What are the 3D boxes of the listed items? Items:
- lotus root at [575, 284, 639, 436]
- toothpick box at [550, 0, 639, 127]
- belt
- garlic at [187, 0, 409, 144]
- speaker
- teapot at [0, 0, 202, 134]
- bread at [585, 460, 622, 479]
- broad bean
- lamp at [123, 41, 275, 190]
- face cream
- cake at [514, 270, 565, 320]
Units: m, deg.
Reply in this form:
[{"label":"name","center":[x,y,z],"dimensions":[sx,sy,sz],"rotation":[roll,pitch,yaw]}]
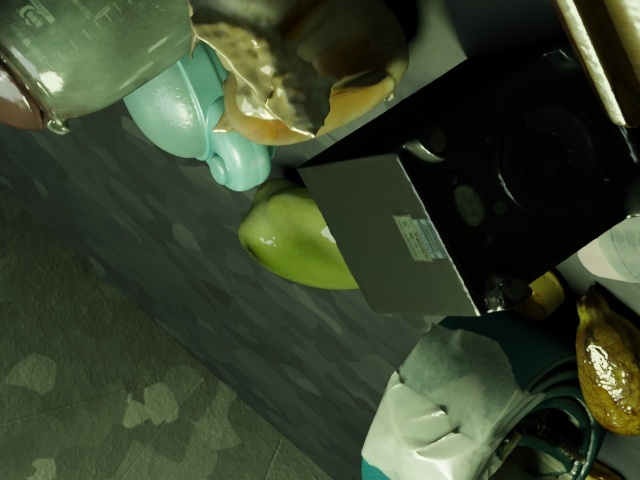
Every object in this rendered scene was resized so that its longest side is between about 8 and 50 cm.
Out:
[{"label":"lotus root","center":[0.336,0.141,1.893],"dimensions":[0.108,0.094,0.190],"rotation":[-15,122,29]},{"label":"toothpick box","center":[0.320,-0.169,1.034],"dimensions":[0.308,0.190,0.187],"rotation":[19,150,45]},{"label":"belt","center":[0.207,0.244,2.033],"dimensions":[0.173,0.300,0.436],"rotation":[32,176,31]},{"label":"garlic","center":[-0.048,-0.212,1.695],"dimensions":[0.286,0.249,0.313],"rotation":[27,-176,-3]},{"label":"speaker","center":[0.151,-0.056,1.545],"dimensions":[0.184,0.232,0.254],"rotation":[61,159,-11]},{"label":"teapot","center":[-0.292,-0.289,1.847],"dimensions":[0.315,0.312,0.233],"rotation":[49,164,-10]},{"label":"bread","center":[0.358,0.336,2.337],"dimensions":[0.132,0.053,0.074],"rotation":[28,115,35]},{"label":"broad bean","center":[0.000,0.000,2.246],"dimensions":[0.263,0.121,0.189],"rotation":[14,151,54]},{"label":"lamp","center":[-0.161,-0.183,2.110],"dimensions":[0.284,0.147,0.209],"rotation":[39,161,11]},{"label":"face cream","center":[0.337,0.002,1.575],"dimensions":[0.269,0.073,0.107],"rotation":[9,132,61]},{"label":"cake","center":[0.246,0.054,1.953],"dimensions":[0.084,0.044,0.084],"rotation":[37,161,15]}]
